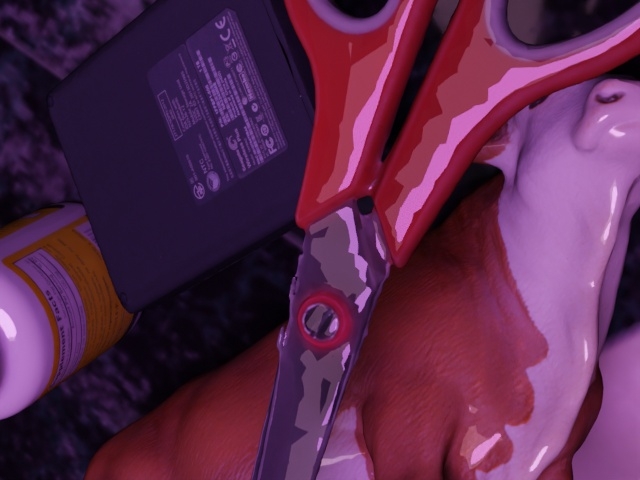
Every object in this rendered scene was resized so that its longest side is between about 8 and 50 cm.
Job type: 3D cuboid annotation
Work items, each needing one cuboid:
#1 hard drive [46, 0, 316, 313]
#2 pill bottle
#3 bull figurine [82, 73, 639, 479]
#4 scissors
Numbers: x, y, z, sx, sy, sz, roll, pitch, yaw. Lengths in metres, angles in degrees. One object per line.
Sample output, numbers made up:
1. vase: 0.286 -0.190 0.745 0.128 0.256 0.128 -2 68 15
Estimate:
1. hard drive: -0.045 -0.039 0.529 0.135 0.022 0.094 -29 80 44
2. pill bottle: -0.119 0.030 0.560 0.065 0.116 0.065 6 108 20
3. bull figurine: 0.019 0.075 0.502 0.101 0.188 0.310 31 129 -27
4. scissors: 0.000 0.000 0.409 0.109 0.021 0.297 32 105 10
